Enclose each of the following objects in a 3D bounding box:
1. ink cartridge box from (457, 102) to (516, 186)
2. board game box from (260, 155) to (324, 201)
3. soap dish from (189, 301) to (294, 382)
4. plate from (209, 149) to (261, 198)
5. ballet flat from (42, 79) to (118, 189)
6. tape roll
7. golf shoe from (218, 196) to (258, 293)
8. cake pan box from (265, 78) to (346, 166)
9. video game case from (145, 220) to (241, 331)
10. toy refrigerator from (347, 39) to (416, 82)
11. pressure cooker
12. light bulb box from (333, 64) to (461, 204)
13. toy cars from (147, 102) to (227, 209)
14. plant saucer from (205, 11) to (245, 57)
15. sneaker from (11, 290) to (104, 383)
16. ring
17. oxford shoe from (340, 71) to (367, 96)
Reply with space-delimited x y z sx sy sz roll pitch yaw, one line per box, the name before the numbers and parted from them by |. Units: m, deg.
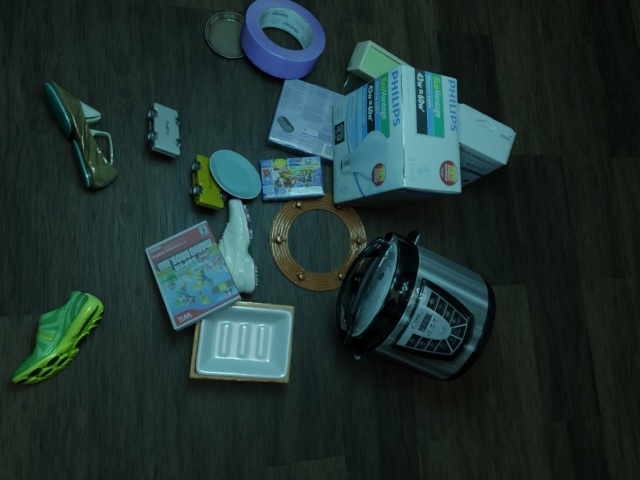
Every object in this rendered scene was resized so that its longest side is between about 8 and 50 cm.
ink cartridge box | 0.464 -0.306 1.684 0.223 0.307 0.129 23 75 -10
board game box | -0.094 -0.202 1.636 0.201 0.035 0.136 -4 79 -5
soap dish | -0.231 0.300 1.488 0.290 0.118 0.229 7 78 -14
plate | -0.272 -0.205 1.576 0.188 0.024 0.188 26 44 -28
ballet flat | -0.700 -0.320 1.482 0.124 0.116 0.343 -24 88 -38
tape roll | -0.126 -0.679 1.665 0.274 0.090 0.275 9 63 -19
golf shoe | -0.275 0.017 1.531 0.140 0.115 0.307 -6 81 -13
cake pan box | -0.029 -0.404 1.694 0.266 0.070 0.246 15 79 -12
video game case | -0.377 0.097 1.456 0.203 0.025 0.285 -26 64 -7
toy refrigerator | 0.237 -0.582 1.731 0.269 0.094 0.102 20 94 -30
pressure cooker | 0.260 0.200 1.517 0.420 0.376 0.370 26 46 -9
light bulb box | 0.226 -0.299 1.556 0.225 0.361 0.358 2 85 -30
toy cars | -0.427 -0.247 1.543 0.394 0.087 0.176 51 36 -1
plant saucer | -0.307 -0.693 1.687 0.168 0.029 0.169 3 80 -16
sneaker | -0.733 0.269 1.378 0.123 0.109 0.296 34 75 19
ring | 0.000 0.000 1.650 0.336 0.032 0.337 2 80 -14
oxford shoe | 0.127 -0.587 1.772 0.076 0.076 0.212 30 88 -34
